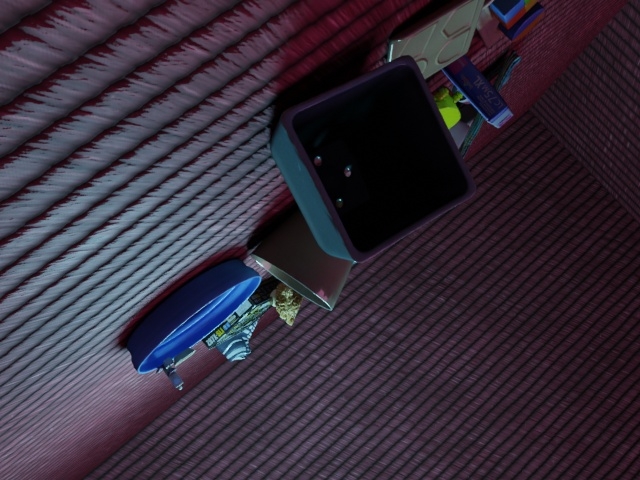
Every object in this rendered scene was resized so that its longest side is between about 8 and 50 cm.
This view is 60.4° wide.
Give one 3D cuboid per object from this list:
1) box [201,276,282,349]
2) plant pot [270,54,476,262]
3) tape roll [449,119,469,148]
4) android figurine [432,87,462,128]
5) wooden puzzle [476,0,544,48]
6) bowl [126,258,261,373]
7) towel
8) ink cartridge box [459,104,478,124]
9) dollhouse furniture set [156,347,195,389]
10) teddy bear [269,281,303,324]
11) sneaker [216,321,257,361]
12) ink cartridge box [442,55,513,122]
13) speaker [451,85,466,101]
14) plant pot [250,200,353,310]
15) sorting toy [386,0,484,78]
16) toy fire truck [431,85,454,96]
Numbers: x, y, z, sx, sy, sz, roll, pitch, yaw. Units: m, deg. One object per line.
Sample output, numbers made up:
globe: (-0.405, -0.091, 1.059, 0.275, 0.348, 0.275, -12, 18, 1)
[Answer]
box: (-0.275, 0.260, 2.037, 0.257, 0.079, 0.322, -45, 171, 19)
plant pot: (0.057, -0.118, 0.944, 0.247, 0.247, 0.252, -30, -175, -19)
tape roll: (0.355, -0.264, 1.748, 0.286, 0.100, 0.286, -59, 176, -6)
android figurine: (0.228, -0.273, 1.346, 0.248, 0.056, 0.273, -7, 155, -43)
wooden puzzle: (0.463, -0.542, 1.135, 0.322, 0.080, 0.348, -44, 171, 20)
bowl: (-0.328, 0.191, 1.435, 0.391, 0.077, 0.391, -39, 171, -7)
towel: (0.535, -0.416, 1.810, 0.370, 0.040, 0.271, -62, 172, 8)
ink cartridge box: (0.500, -0.406, 2.058, 0.296, 0.066, 0.261, -38, 171, -15)
dollhouse furniture set: (-0.369, 0.343, 1.498, 0.114, 0.081, 0.091, -33, 169, -43)
teddy bear: (-0.103, 0.166, 2.006, 0.338, 0.113, 0.245, -67, 177, -47)
sneaker: (-0.303, 0.380, 2.266, 0.282, 0.153, 0.099, -36, 171, -31)
ink cartridge box: (0.373, -0.361, 1.310, 0.065, 0.186, 0.311, -41, 172, 24)
speaker: (0.423, -0.433, 1.619, 0.055, 0.055, 0.136, -44, 171, 23)
plant pot: (0.000, 0.000, 1.444, 0.274, 0.256, 0.256, -55, 174, -10)
sorting toy: (0.164, -0.341, 1.018, 0.307, 0.041, 0.229, -33, 168, -8)
toy fire truck: (0.265, -0.327, 1.484, 0.192, 0.047, 0.135, -38, 172, -25)
